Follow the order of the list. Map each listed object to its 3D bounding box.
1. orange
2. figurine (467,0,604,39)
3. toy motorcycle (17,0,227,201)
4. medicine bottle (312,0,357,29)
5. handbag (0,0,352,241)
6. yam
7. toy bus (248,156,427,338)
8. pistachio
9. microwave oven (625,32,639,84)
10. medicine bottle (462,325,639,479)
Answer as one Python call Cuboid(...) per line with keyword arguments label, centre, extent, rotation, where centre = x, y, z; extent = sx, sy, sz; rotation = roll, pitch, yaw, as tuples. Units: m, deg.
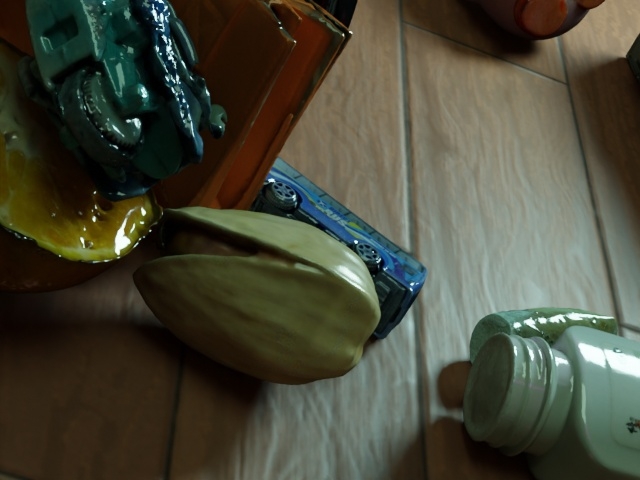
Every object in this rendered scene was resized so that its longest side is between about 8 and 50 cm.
Cuboid(label="orange", centre=(-0.306, -0.086, 1.608), extent=(0.274, 0.310, 0.274), rotation=(-11, 46, 11))
Cuboid(label="figurine", centre=(0.291, -0.354, 2.469), extent=(0.173, 0.173, 0.173), rotation=(19, 35, -14))
Cuboid(label="toy motorcycle", centre=(-0.184, -0.170, 1.636), extent=(0.206, 0.154, 0.260), rotation=(12, 55, -58))
Cuboid(label="medicine bottle", centre=(-0.153, -0.339, 2.090), extent=(0.395, 0.242, 0.242), rotation=(15, 33, 5))
Cuboid(label="handbag", centre=(-0.178, -0.222, 1.835), extent=(0.116, 0.303, 0.410), rotation=(-11, 50, -47))
Cuboid(label="yam", centre=(0.234, 0.102, 1.908), extent=(0.169, 0.068, 0.068), rotation=(-5, 46, -40))
Cuboid(label="toy bus", centre=(0.002, -0.003, 1.872), extent=(0.236, 0.079, 0.094), rotation=(37, 33, 13))
Cuboid(label="pistachio", centre=(-0.058, 0.046, 1.695), extent=(0.229, 0.157, 0.157), rotation=(21, 34, 1))
Cuboid(label="microwave oven", centre=(0.633, -0.177, 2.415), extent=(0.374, 0.236, 0.432), rotation=(12, 37, -21))
Cuboid(label="medicine bottle", centre=(0.306, 0.183, 1.806), extent=(0.324, 0.124, 0.179), rotation=(16, 45, -15))
